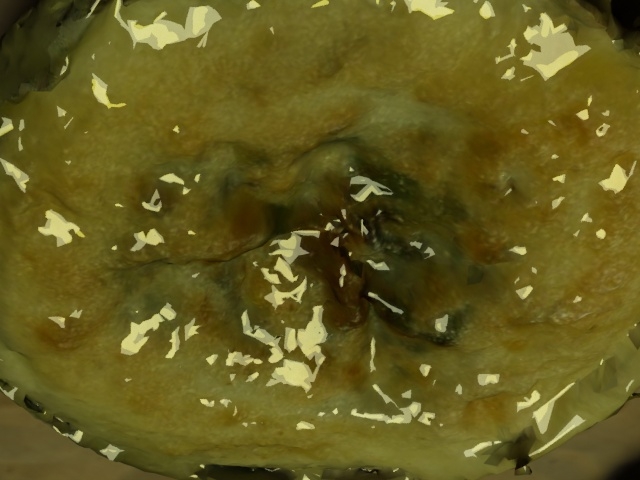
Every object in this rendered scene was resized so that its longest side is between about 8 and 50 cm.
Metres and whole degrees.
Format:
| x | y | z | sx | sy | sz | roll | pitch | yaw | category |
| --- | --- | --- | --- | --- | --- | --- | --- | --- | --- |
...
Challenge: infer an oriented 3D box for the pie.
| x | y | z | sx | sy | sz | roll | pitch | yaw | category |
| --- | --- | --- | --- | --- | --- | --- | --- | --- | --- |
| 0.000 | 0.000 | 0.532 | 0.274 | 0.055 | 0.274 | 2 | 137 | 2 | pie |
